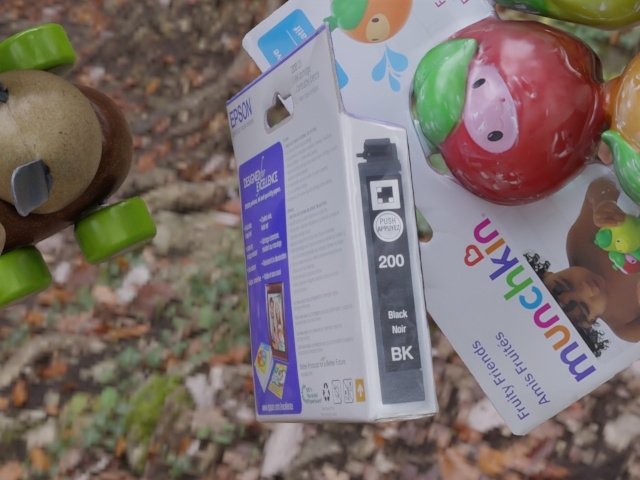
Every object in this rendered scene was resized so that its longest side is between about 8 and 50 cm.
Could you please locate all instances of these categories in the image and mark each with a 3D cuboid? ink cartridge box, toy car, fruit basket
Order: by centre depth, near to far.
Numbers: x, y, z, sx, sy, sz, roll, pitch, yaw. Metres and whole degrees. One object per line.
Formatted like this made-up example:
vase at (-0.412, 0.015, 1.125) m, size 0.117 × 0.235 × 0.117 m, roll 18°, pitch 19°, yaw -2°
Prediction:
ink cartridge box at (0.000, 0.000, 0.859) m, size 0.045 × 0.208 × 0.206 m, roll -5°, pitch -5°, yaw -19°
toy car at (-0.190, -0.051, 0.910) m, size 0.149 × 0.188 × 0.155 m, roll -26°, pitch 88°, yaw -4°
fruit basket at (0.167, -0.104, 0.925) m, size 0.327 × 0.353 × 0.165 m, roll 56°, pitch 11°, yaw 8°

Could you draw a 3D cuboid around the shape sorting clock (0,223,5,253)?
shape sorting clock at (-0.236, 0.058, 0.736) m, size 0.040 × 0.206 × 0.206 m, roll 43°, pitch 39°, yaw 2°
